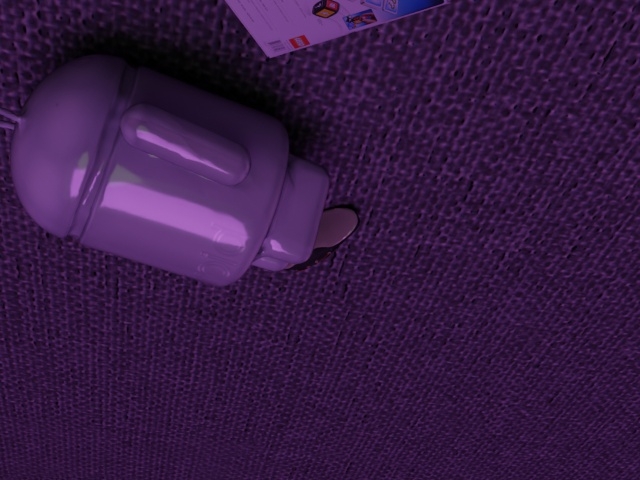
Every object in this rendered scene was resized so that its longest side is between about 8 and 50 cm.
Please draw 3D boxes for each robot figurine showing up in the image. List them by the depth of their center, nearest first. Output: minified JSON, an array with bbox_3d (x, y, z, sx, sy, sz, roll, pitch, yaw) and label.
[{"bbox_3d":[-0.171,-0.073,0.877,0.354,0.199,0.300,19,162,-17],"label":"robot figurine"}]

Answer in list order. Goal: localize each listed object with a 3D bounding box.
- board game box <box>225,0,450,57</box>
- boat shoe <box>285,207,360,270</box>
[{"bbox_3d":[-0.020,-0.277,0.679,0.193,0.053,0.305,-13,155,17],"label":"board game box"},{"bbox_3d":[-0.001,-0.002,1.074,0.133,0.048,0.042,-33,156,25],"label":"boat shoe"}]
